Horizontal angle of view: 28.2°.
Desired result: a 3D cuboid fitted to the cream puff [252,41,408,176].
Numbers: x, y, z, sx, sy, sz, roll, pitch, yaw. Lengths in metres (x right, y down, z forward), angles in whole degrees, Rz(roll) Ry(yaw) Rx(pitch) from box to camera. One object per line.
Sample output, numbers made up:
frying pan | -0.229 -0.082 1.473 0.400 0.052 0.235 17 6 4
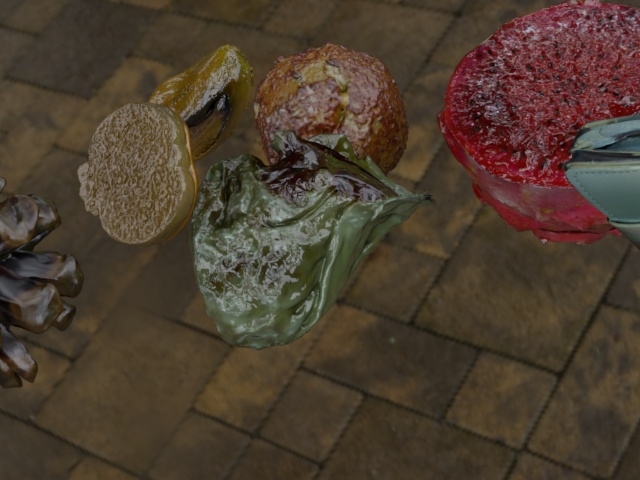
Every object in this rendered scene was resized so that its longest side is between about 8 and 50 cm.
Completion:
cream puff | 0.012 -0.176 1.893 0.240 0.164 0.240 1 93 15

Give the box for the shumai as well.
shumai | 0.000 0.000 1.721 0.289 0.291 0.330 -5 26 18

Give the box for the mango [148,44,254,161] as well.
mango | -0.207 -0.236 2.195 0.156 0.248 0.151 47 35 6

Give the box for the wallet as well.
wallet | 0.352 -0.029 1.157 0.176 0.250 0.075 0 63 48

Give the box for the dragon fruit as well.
dragon fruit | 0.363 -0.140 1.742 0.386 0.249 0.371 -12 48 6

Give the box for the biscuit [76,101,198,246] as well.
biscuit | -0.207 -0.073 1.469 0.170 0.050 0.170 -4 83 34

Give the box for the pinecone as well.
pinecone | -0.307 0.031 1.100 0.202 0.201 0.229 -42 41 14
